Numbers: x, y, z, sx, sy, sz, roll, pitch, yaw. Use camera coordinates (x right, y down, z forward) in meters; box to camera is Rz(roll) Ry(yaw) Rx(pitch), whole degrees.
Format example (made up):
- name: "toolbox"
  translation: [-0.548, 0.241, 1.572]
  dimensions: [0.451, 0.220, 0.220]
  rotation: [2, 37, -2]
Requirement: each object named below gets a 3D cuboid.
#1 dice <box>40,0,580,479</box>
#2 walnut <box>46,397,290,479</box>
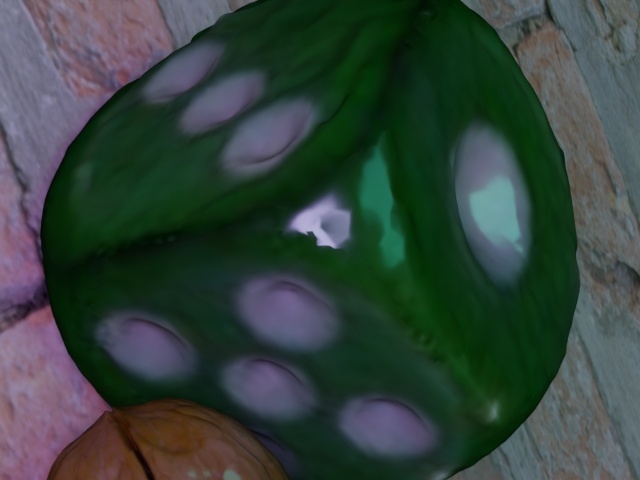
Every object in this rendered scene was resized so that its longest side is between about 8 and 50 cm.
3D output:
- name: "dice"
  translation: [0.000, 0.000, 1.370]
  dimensions: [0.287, 0.300, 0.297]
  rotation: [54, 39, -31]
- name: "walnut"
  translation: [-0.094, 0.200, 1.274]
  dimensions: [0.207, 0.167, 0.167]
  rotation: [61, 37, -17]
